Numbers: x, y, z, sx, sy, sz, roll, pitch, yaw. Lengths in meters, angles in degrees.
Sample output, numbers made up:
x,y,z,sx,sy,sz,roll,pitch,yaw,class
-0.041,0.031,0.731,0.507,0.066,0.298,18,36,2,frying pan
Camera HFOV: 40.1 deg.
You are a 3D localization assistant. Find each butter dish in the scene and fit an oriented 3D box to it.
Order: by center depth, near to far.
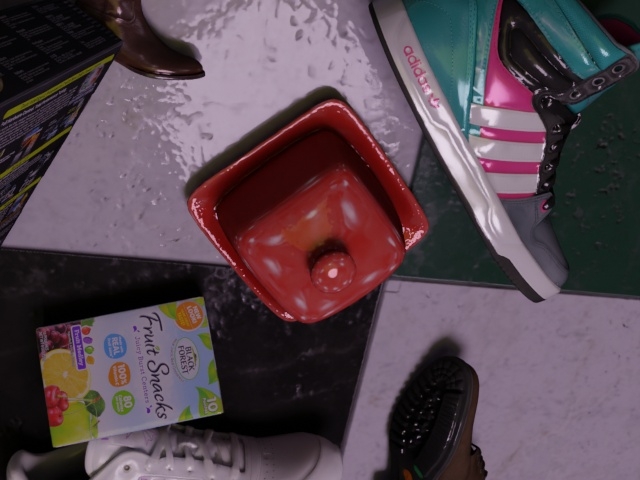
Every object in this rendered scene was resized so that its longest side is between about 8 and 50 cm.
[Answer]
x,y,z,sx,sy,sz,roll,pitch,yaw,class
0.000,0.000,0.694,0.160,0.118,0.160,-33,119,8,butter dish

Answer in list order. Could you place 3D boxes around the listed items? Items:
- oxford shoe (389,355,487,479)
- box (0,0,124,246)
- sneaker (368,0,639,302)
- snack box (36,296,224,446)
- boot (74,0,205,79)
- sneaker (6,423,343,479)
x,y,z,sx,sy,sz,roll,pitch,yaw,class
0.121,0.208,0.863,0.096,0.083,0.227,-5,120,-31,oxford shoe
-0.238,-0.029,0.531,0.060,0.270,0.216,35,114,-7,box
0.180,-0.097,0.685,0.178,0.124,0.295,-26,119,14,sneaker
-0.159,0.109,0.737,0.141,0.037,0.100,-10,82,-6,snack box
-0.124,-0.178,0.624,0.106,0.037,0.114,11,111,-14,boot
-0.130,0.216,0.783,0.305,0.114,0.152,-12,118,-6,sneaker
